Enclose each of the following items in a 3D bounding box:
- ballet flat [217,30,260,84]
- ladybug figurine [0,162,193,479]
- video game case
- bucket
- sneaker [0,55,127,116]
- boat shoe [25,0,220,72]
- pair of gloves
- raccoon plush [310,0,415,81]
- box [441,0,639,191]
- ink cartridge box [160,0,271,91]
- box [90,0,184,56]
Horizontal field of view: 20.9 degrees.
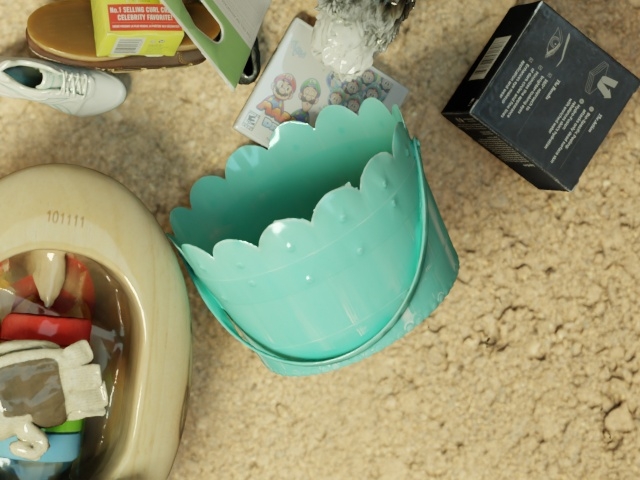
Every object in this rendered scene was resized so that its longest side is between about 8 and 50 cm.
[{"bbox_3d":[-0.095,-0.254,1.871,0.057,0.049,0.173,-19,99,-18],"label":"ballet flat"},{"bbox_3d":[-0.291,0.144,1.769,0.305,0.162,0.449,10,90,-18],"label":"ladybug figurine"},{"bbox_3d":[0.002,-0.147,1.926,0.157,0.019,0.143,31,83,-17],"label":"video game case"},{"bbox_3d":[0.000,0.000,1.803,0.281,0.281,0.183,-36,112,-13],"label":"bucket"},{"bbox_3d":[-0.274,-0.161,1.811,0.152,0.061,0.053,7,89,-20],"label":"sneaker"},{"bbox_3d":[-0.209,-0.207,1.823,0.207,0.073,0.073,0,66,-19],"label":"boat shoe"},{"bbox_3d":[-0.291,0.217,1.666,0.204,0.042,0.240,-17,100,-19],"label":"pair of gloves"},{"bbox_3d":[0.215,-0.334,1.814,0.216,0.299,0.446,22,89,-43],"label":"raccoon plush"},{"bbox_3d":[0.250,-0.162,1.970,0.158,0.093,0.156,36,82,-16],"label":"box"},{"bbox_3d":[-0.112,-0.291,1.781,0.171,0.056,0.235,50,49,-39],"label":"ink cartridge box"},{"bbox_3d":[-0.198,-0.306,1.789,0.087,0.058,0.232,-1,73,-18],"label":"box"}]
